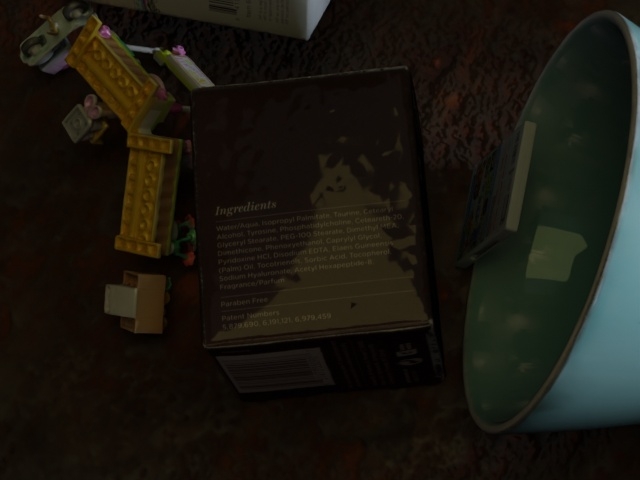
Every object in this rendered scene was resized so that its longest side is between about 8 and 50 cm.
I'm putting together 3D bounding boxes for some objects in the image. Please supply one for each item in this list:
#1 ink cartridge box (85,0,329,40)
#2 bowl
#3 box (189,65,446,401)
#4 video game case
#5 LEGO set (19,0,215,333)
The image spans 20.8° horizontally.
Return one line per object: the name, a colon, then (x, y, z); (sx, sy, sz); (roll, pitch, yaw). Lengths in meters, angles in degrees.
ink cartridge box: (-0.094, -0.290, 1.395); (0.233, 0.171, 0.168); (12, 40, 11)
bowl: (0.230, 0.006, 1.245); (0.163, 0.311, 0.311); (15, 72, -10)
box: (0.000, 0.000, 1.314); (0.167, 0.168, 0.203); (-6, 71, 5)
video game case: (0.133, -0.033, 1.337); (0.011, 0.122, 0.087); (15, 73, -10)
LEGO set: (-0.134, -0.069, 1.411); (0.132, 0.107, 0.287); (-32, 72, 32)
